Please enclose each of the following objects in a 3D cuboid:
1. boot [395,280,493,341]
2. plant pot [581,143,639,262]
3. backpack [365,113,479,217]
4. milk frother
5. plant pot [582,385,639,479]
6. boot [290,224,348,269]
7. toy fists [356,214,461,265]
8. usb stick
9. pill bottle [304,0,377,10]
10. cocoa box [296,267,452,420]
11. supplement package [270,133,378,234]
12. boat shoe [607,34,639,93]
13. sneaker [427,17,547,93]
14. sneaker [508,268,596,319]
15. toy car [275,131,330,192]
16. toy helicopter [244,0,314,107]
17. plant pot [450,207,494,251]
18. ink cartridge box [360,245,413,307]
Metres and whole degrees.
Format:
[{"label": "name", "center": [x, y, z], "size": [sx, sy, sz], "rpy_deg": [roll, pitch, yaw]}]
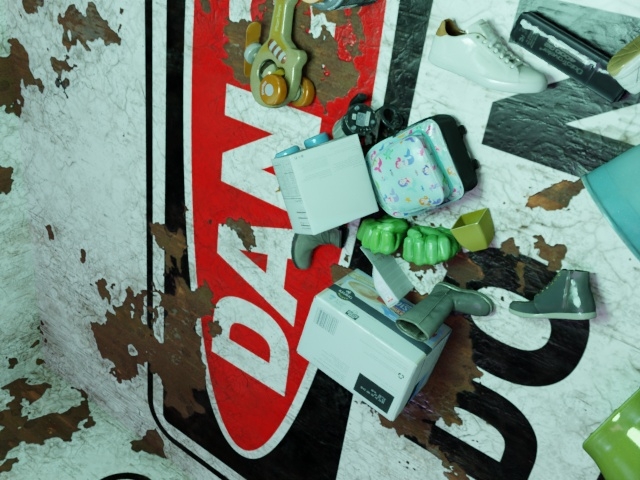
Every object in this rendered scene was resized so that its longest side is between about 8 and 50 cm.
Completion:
[{"label": "boot", "center": [0.325, 0.193, 1.695], "size": [0.189, 0.208, 0.076], "rpy_deg": [15, 119, 33]}, {"label": "plant pot", "center": [0.698, -0.093, 1.254], "size": [0.255, 0.271, 0.272], "rpy_deg": [-39, 84, 26]}, {"label": "backpack", "center": [0.234, -0.173, 1.625], "size": [0.253, 0.191, 0.225], "rpy_deg": [-17, 100, 47]}, {"label": "milk frother", "center": [0.123, -0.304, 1.709], "size": [0.143, 0.129, 0.135], "rpy_deg": [29, 169, -9]}, {"label": "plant pot", "center": [0.784, 0.501, 1.413], "size": [0.353, 0.366, 0.367], "rpy_deg": [46, 132, 27]}, {"label": "boot", "center": [0.000, 0.000, 1.954], "size": [0.161, 0.083, 0.247], "rpy_deg": [18, 122, 24]}, {"label": "toy fists", "center": [0.230, -0.004, 1.724], "size": [0.279, 0.142, 0.096], "rpy_deg": [17, 120, 31]}, {"label": "usb stick", "center": [0.530, -0.390, 1.378], "size": [0.278, 0.045, 0.077], "rpy_deg": [39, 136, 18]}, {"label": "pill bottle", "center": [0.045, -0.608, 1.522], "size": [0.130, 0.245, 0.131], "rpy_deg": [16, 119, 31]}, {"label": "cocoa box", "center": [0.151, 0.287, 1.861], "size": [0.347, 0.228, 0.231], "rpy_deg": [32, 126, 23]}, {"label": "supplement package", "center": [0.010, -0.142, 1.659], "size": [0.149, 0.194, 0.203], "rpy_deg": [7, 116, 67]}, {"label": "boat shoe", "center": [0.690, -0.387, 1.230], "size": [0.096, 0.098, 0.277], "rpy_deg": [40, 126, -16]}, {"label": "sneaker", "center": [0.374, -0.416, 1.446], "size": [0.290, 0.106, 0.123], "rpy_deg": [29, 128, 26]}, {"label": "sneaker", "center": [0.560, 0.128, 1.584], "size": [0.222, 0.083, 0.118], "rpy_deg": [-5, 88, 46]}, {"label": "toy car", "center": [-0.060, -0.159, 1.857], "size": [0.238, 0.210, 0.219], "rpy_deg": [-11, 107, 53]}, {"label": "toy helicopter", "center": [-0.125, -0.545, 1.792], "size": [0.235, 0.140, 0.355], "rpy_deg": [25, 113, 38]}, {"label": "plant pot", "center": [0.390, -0.021, 1.637], "size": [0.081, 0.081, 0.083], "rpy_deg": [-16, 111, 41]}, {"label": "ink cartridge box", "center": [0.173, 0.087, 1.806], "size": [0.045, 0.145, 0.179], "rpy_deg": [-41, 83, 27]}]
